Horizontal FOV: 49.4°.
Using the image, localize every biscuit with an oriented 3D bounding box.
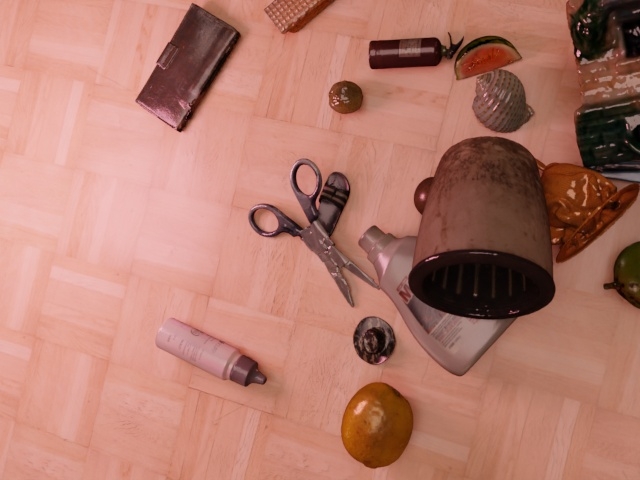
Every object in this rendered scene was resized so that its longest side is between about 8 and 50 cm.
[{"bbox_3d":[0.030,-0.676,1.796,0.378,0.054,0.094,-37,80,10],"label":"biscuit"}]

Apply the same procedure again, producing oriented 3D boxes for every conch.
[{"bbox_3d":[0.425,-0.329,1.652,0.153,0.102,0.135,47,114,12],"label":"conch"}]

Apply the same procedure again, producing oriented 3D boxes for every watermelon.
[{"bbox_3d":[0.393,-0.457,1.679,0.163,0.069,0.087,-17,82,16],"label":"watermelon"}]

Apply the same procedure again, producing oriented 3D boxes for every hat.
[{"bbox_3d":[0.128,0.248,1.725,0.121,0.050,0.121,-2,84,17],"label":"hat"},{"bbox_3d":[0.544,-0.116,1.565,0.233,0.244,0.233,-39,64,2],"label":"hat"}]

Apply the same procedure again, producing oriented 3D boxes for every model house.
[{"bbox_3d":[0.744,-0.308,1.400,0.445,0.395,0.401,-4,82,23],"label":"model house"}]

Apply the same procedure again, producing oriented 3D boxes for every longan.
[{"bbox_3d":[0.281,-0.102,1.679,0.113,0.092,0.114,1,92,16],"label":"longan"}]

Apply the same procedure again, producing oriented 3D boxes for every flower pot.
[{"bbox_3d":[0.346,-0.034,1.494,0.293,0.294,0.331,0,59,15],"label":"flower pot"}]

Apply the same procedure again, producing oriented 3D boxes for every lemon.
[{"bbox_3d":[0.133,0.441,1.657,0.169,0.170,0.208,23,97,15],"label":"lemon"}]

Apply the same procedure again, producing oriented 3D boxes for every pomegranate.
[{"bbox_3d":[0.748,0.076,1.533,0.220,0.156,0.156,-1,87,-16],"label":"pomegranate"}]

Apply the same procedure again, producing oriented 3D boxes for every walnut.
[{"bbox_3d":[0.064,-0.362,1.760,0.092,0.092,0.092,-1,87,15],"label":"walnut"}]

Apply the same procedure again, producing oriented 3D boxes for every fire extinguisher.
[{"bbox_3d":[0.238,-0.476,1.727,0.230,0.071,0.099,-1,59,14],"label":"fire extinguisher"}]

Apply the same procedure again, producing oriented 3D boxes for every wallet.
[{"bbox_3d":[-0.362,-0.470,1.899,0.169,0.044,0.317,34,98,10],"label":"wallet"}]

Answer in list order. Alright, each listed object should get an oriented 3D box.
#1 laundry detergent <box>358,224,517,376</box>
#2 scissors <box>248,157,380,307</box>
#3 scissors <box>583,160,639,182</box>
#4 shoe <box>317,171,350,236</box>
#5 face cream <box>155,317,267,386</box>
[{"bbox_3d":[0.266,0.101,1.662,0.398,0.124,0.264,43,99,15],"label":"laundry detergent"},{"bbox_3d":[0.000,0.000,1.763,0.383,0.029,0.256,49,116,9],"label":"scissors"},{"bbox_3d":[0.797,-0.140,1.572,0.392,0.032,0.180,8,89,14],"label":"scissors"},{"bbox_3d":[0.024,-0.088,1.771,0.071,0.049,0.179,20,92,14],"label":"shoe"},{"bbox_3d":[-0.278,0.301,1.811,0.311,0.092,0.092,23,93,16],"label":"face cream"}]
